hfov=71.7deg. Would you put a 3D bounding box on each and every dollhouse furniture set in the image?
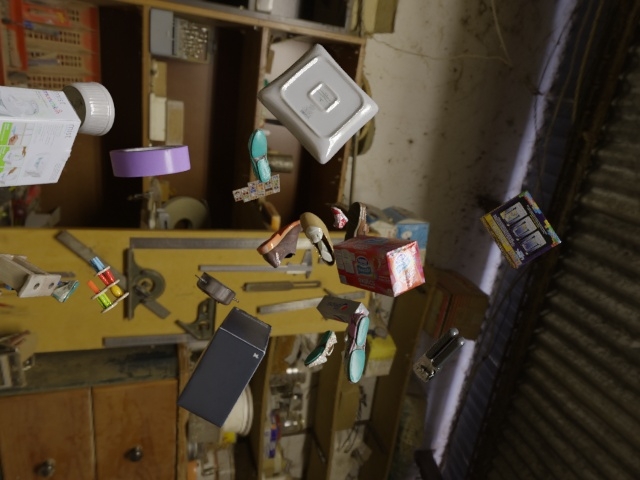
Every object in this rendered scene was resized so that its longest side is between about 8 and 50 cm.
[{"bbox_3d":[-0.836,0.146,1.198,0.184,0.129,0.129,-62,176,-4],"label":"dollhouse furniture set"}]

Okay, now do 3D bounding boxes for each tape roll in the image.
[{"bbox_3d":[-0.636,-0.303,1.667,0.275,0.274,0.090,-144,-132,-66],"label":"tape roll"}]

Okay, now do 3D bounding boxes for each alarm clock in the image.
[{"bbox_3d":[-0.351,0.153,1.440,0.129,0.064,0.192,28,-15,31],"label":"alarm clock"}]

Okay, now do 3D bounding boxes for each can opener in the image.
[{"bbox_3d":[0.412,0.399,1.541,0.074,0.093,0.280,53,-39,29],"label":"can opener"}]

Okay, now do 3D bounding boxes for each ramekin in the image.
[{"bbox_3d":[-0.915,-0.511,1.715,0.207,0.109,0.207,6,-76,25],"label":"ramekin"}]

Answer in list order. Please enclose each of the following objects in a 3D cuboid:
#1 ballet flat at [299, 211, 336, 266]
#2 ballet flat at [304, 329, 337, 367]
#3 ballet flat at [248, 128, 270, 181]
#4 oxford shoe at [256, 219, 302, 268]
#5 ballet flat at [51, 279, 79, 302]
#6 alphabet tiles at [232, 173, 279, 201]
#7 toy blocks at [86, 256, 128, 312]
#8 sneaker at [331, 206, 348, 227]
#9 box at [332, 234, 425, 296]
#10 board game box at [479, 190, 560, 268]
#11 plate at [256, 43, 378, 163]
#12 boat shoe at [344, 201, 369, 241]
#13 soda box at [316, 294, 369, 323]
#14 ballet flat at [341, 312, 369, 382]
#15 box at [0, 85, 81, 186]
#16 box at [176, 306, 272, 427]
[{"bbox_3d":[0.000,0.000,1.585,0.232,0.080,0.073,55,20,-30],"label":"ballet flat"},{"bbox_3d":[0.012,0.517,2.061,0.091,0.241,0.077,-20,-71,43],"label":"ballet flat"},{"bbox_3d":[-0.272,-0.365,1.891,0.087,0.083,0.247,36,-37,41],"label":"ballet flat"},{"bbox_3d":[-0.165,0.014,2.084,0.130,0.363,0.133,-28,-80,36],"label":"oxford shoe"},{"bbox_3d":[-0.823,0.153,1.429,0.057,0.052,0.168,-57,-161,-3],"label":"ballet flat"},{"bbox_3d":[-0.318,-0.254,2.212,0.198,0.237,0.009,102,-32,-72],"label":"alphabet tiles"},{"bbox_3d":[-0.654,0.128,1.321,0.148,0.054,0.123,59,12,-12],"label":"toy blocks"},{"bbox_3d":[0.076,-0.101,2.035,0.042,0.118,0.067,18,-110,49],"label":"sneaker"},{"bbox_3d":[0.162,0.066,1.281,0.257,0.122,0.128,7,-66,58],"label":"box"},{"bbox_3d":[0.553,-0.029,1.232,0.170,0.141,0.048,59,6,3],"label":"board game box"},{"bbox_3d":[0.004,-0.410,1.294,0.277,0.278,0.045,45,-19,-6],"label":"plate"},{"bbox_3d":[0.201,-0.073,2.369,0.111,0.104,0.307,50,-41,45],"label":"boat shoe"},{"bbox_3d":[0.113,0.372,2.361,0.286,0.091,0.098,3,-132,48],"label":"soda box"},{"bbox_3d":[0.106,0.344,1.438,0.079,0.076,0.222,1,-100,48],"label":"ballet flat"},{"bbox_3d":[-0.820,-0.273,1.201,0.262,0.231,0.127,-45,-106,35],"label":"box"},{"bbox_3d":[-0.323,0.422,1.545,0.296,0.182,0.294,-60,-175,3],"label":"box"}]
